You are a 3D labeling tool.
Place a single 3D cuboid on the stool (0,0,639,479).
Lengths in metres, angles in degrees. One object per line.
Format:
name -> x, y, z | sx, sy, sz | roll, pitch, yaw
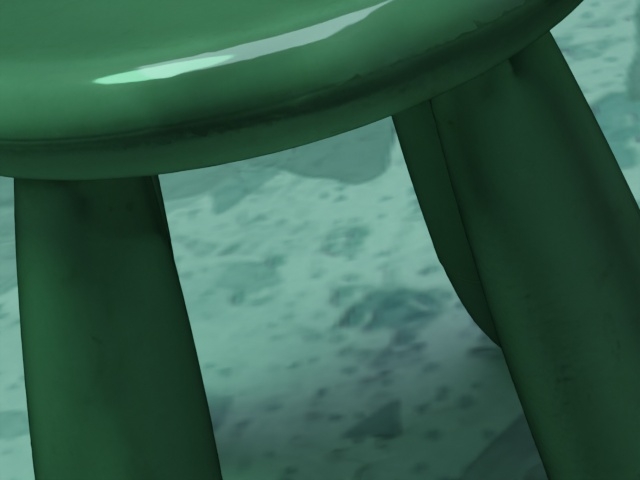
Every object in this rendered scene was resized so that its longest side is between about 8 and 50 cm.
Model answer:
stool -> 0.000, 0.000, 0.490 | 0.195, 0.198, 0.195 | -18, 27, -2
